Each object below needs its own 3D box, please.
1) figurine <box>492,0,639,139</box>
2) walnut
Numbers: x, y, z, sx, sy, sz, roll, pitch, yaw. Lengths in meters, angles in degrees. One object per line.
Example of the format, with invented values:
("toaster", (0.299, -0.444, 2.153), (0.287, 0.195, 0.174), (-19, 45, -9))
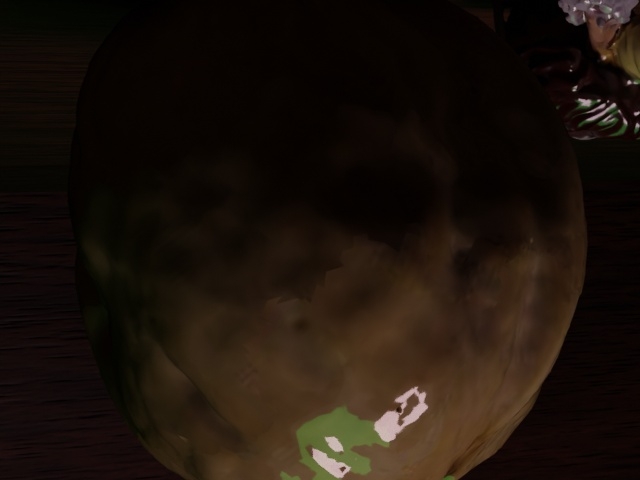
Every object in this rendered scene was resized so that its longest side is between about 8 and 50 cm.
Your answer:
("figurine", (0.216, -0.129, 1.174), (0.175, 0.115, 0.240), (-2, 177, -38))
("walnut", (0.000, 0.000, 1.109), (0.381, 0.381, 0.381), (-3, 177, 0))
